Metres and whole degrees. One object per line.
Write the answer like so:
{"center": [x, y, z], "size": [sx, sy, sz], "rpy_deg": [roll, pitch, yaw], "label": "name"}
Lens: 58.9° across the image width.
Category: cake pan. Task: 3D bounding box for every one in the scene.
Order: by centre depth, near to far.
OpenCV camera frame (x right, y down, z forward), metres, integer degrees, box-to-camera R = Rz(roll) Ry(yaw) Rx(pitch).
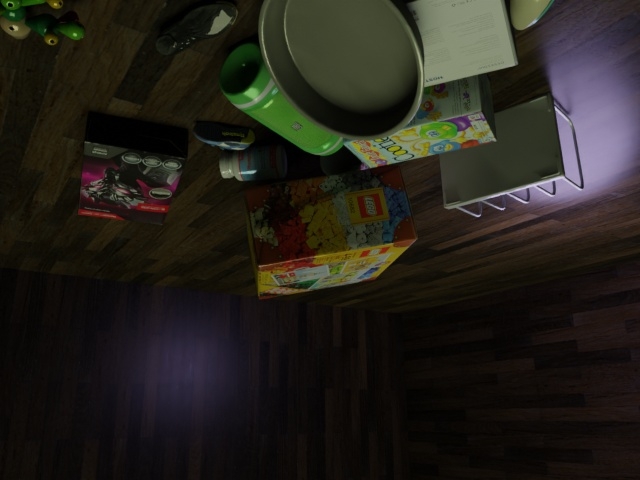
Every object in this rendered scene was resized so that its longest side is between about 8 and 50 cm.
{"center": [0.037, -0.292, 0.895], "size": [0.293, 0.054, 0.293], "rpy_deg": [25, 145, 19], "label": "cake pan"}

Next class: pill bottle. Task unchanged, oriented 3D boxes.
{"center": [-0.170, -0.196, 1.441], "size": [0.160, 0.087, 0.087], "rpy_deg": [-3, 162, 7], "label": "pill bottle"}

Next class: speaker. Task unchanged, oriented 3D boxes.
{"center": [-0.061, -0.273, 1.136], "size": [0.131, 0.131, 0.297], "rpy_deg": [-12, 159, 32], "label": "speaker"}

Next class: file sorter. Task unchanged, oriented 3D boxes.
{"center": [0.447, -0.183, 1.330], "size": [0.278, 0.192, 0.173], "rpy_deg": [-16, 159, 41], "label": "file sorter"}

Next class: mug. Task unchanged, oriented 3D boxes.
{"center": [0.098, -0.185, 1.452], "size": [0.150, 0.113, 0.169], "rpy_deg": [-5, 165, 20], "label": "mug"}

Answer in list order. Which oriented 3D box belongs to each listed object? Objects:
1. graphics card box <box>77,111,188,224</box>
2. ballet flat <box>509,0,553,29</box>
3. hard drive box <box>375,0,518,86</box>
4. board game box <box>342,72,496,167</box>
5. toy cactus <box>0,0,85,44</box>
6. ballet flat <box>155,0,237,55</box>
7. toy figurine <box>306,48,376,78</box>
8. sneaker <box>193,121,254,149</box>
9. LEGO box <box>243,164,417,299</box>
{"center": [-0.486, -0.167, 1.447], "size": [0.233, 0.094, 0.371], "rpy_deg": [8, 152, -23], "label": "graphics card box"}
{"center": [0.313, -0.401, 0.769], "size": [0.086, 0.086, 0.248], "rpy_deg": [6, 145, -20], "label": "ballet flat"}
{"center": [0.211, -0.359, 0.921], "size": [0.181, 0.089, 0.232], "rpy_deg": [-8, 161, 23], "label": "hard drive box"}
{"center": [0.197, -0.260, 1.149], "size": [0.276, 0.144, 0.142], "rpy_deg": [-9, 161, 26], "label": "board game box"}
{"center": [-0.489, -0.371, 0.898], "size": [0.219, 0.112, 0.180], "rpy_deg": [5, -179, -24], "label": "toy cactus"}
{"center": [-0.215, -0.371, 0.977], "size": [0.173, 0.049, 0.057], "rpy_deg": [-14, 126, 27], "label": "ballet flat"}
{"center": [0.044, -0.339, 1.004], "size": [0.159, 0.130, 0.173], "rpy_deg": [7, -169, 22], "label": "toy figurine"}
{"center": [-0.232, -0.243, 1.349], "size": [0.144, 0.053, 0.059], "rpy_deg": [8, 163, -21], "label": "sneaker"}
{"center": [0.000, 0.000, 1.510], "size": [0.373, 0.193, 0.500], "rpy_deg": [-9, 167, -8], "label": "LEGO box"}
